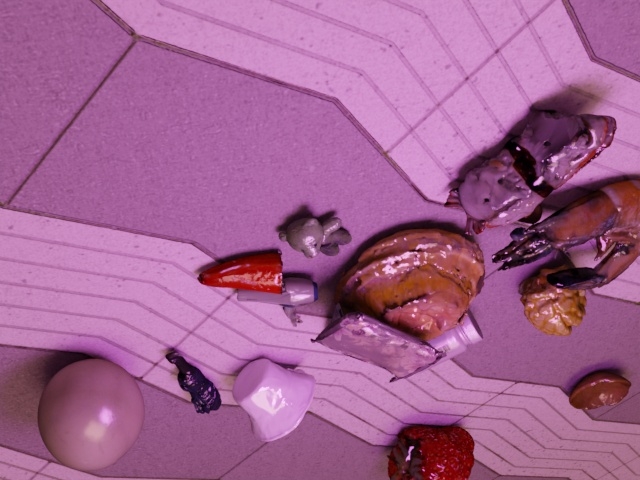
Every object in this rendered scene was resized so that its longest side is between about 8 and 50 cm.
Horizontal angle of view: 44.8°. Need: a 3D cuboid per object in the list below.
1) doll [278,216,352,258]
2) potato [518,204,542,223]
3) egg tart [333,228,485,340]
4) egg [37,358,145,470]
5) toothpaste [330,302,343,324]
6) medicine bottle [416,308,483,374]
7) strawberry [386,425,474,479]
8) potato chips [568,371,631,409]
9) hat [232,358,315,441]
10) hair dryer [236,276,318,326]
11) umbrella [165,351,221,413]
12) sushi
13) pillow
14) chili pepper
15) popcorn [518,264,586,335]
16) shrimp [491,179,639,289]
[{"bbox_3d":[0.000,0.000,1.505,0.115,0.077,0.150,-33,150,34],"label":"doll"},{"bbox_3d":[0.429,-0.057,1.610,0.093,0.036,0.037,3,140,-21],"label":"potato"},{"bbox_3d":[0.203,0.122,1.658,0.352,0.150,0.352,-7,141,-6],"label":"egg tart"},{"bbox_3d":[-0.483,0.368,1.642,0.219,0.219,0.269,-4,144,-15],"label":"egg"},{"bbox_3d":[0.038,0.196,1.719,0.037,0.061,0.216,-16,160,-10],"label":"toothpaste"},{"bbox_3d":[0.283,0.236,1.845,0.187,0.102,0.103,-30,138,16],"label":"medicine bottle"},{"bbox_3d":[0.324,0.653,2.235,0.258,0.261,0.261,14,132,-26],"label":"strawberry"},{"bbox_3d":[0.827,0.437,2.300,0.208,0.061,0.195,12,138,-32],"label":"potato chips"},{"bbox_3d":[-0.125,0.355,1.808,0.203,0.203,0.126,-36,121,22],"label":"hat"},{"bbox_3d":[-0.103,0.135,1.652,0.167,0.067,0.199,7,150,-13],"label":"hair dryer"},{"bbox_3d":[-0.287,0.325,1.779,0.071,0.070,0.248,-17,139,0],"label":"umbrella"},{"bbox_3d":[0.384,-0.135,1.439,0.130,0.124,0.332,13,132,-45],"label":"sushi"},{"bbox_3d":[0.125,0.211,1.599,0.255,0.059,0.169,27,140,-26],"label":"pillow"},{"bbox_3d":[-0.159,0.070,1.534,0.169,0.065,0.088,-2,103,-6],"label":"chili pepper"},{"bbox_3d":[0.545,0.134,1.788,0.174,0.173,0.142,10,155,-29],"label":"popcorn"},{"bbox_3d":[0.550,0.011,1.648,0.445,0.085,0.272,-15,128,-20],"label":"shrimp"}]
